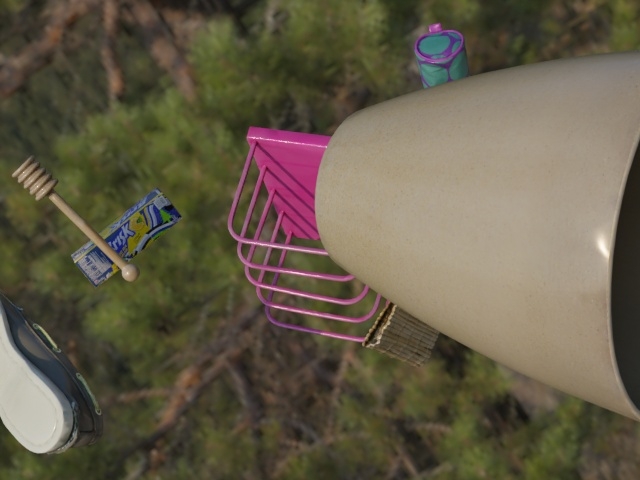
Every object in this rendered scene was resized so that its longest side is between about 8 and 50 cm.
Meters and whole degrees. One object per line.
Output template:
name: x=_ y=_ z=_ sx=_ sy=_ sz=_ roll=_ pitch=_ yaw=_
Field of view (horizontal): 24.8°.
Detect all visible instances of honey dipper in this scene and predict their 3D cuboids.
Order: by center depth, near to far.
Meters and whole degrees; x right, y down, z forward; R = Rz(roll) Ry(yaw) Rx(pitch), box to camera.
honey dipper: x=-0.241 y=-0.017 z=1.450 sx=0.030 sy=0.161 sz=0.030 roll=-41 pitch=11 yaw=10

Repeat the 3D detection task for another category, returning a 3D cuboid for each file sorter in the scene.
file sorter: x=0.000 y=0.000 z=2.078 sx=0.202 sy=0.291 sz=0.182 roll=9 pitch=64 yaw=15

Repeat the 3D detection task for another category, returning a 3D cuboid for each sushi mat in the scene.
sushi mat: x=0.130 y=0.081 z=1.786 sx=0.151 sy=0.019 sz=0.316 roll=-59 pitch=-17 yaw=0

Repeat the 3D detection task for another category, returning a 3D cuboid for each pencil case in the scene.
pencil case: x=0.160 y=-0.191 z=1.816 sx=0.064 sy=0.152 sz=0.070 roll=-8 pitch=46 yaw=11

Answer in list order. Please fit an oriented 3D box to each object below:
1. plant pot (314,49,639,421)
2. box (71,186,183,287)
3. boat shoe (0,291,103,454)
plant pot: x=0.140 y=-0.021 z=1.044 sx=0.274 sy=0.257 sz=0.256 roll=10 pitch=43 yaw=35
box: x=-0.291 y=-0.006 z=2.187 sx=0.169 sy=0.054 sz=0.059 roll=-38 pitch=17 yaw=-5
boat shoe: x=-0.383 y=0.152 z=1.840 sx=0.091 sy=0.305 sz=0.109 roll=11 pitch=-60 yaw=-54
